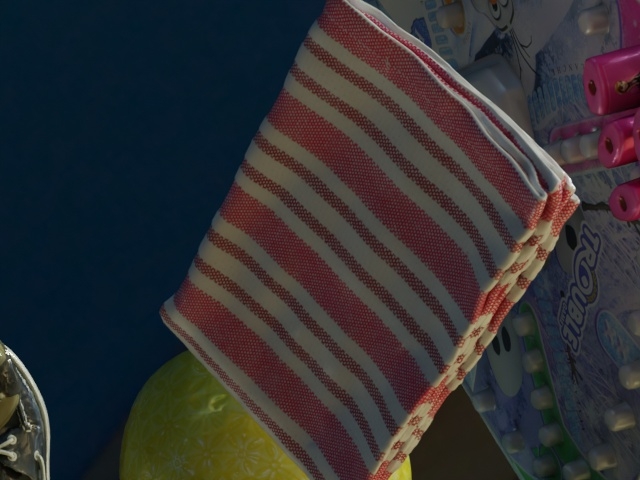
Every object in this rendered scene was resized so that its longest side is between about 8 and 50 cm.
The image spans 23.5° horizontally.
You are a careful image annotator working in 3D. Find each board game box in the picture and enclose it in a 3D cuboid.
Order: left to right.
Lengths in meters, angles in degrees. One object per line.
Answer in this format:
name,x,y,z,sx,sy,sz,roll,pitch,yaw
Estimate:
board game box,0.089,-0.039,0.917,0.050,0.390,0.390,-14,-44,-17

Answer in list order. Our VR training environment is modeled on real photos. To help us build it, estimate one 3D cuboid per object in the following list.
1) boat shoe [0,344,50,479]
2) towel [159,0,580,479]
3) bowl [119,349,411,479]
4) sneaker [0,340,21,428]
boat shoe,-0.364,0.266,1.769,0.114,0.091,0.303,-13,-76,3
towel,0.010,0.009,0.666,0.029,0.144,0.197,-11,-42,-52
bowl,-0.067,0.254,1.432,0.289,0.289,0.156,-63,2,31
sneaker,-0.472,0.177,1.386,0.410,0.182,0.158,-11,-71,9
